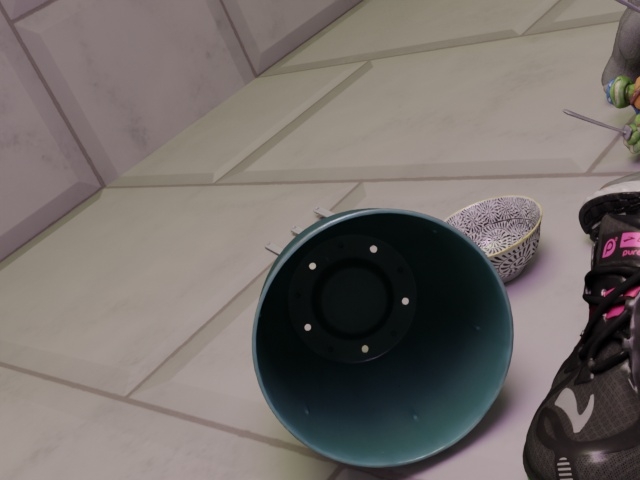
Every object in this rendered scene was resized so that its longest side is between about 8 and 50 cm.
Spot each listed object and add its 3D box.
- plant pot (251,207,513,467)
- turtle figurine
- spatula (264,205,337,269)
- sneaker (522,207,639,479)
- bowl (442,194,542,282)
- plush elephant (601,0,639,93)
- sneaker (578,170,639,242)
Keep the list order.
[{"bbox_3d":[0.056,0.093,1.109,0.293,0.293,0.235,-27,11,-3],"label":"plant pot"},{"bbox_3d":[0.534,-0.237,1.391,0.266,0.274,0.198,9,65,42],"label":"turtle figurine"},{"bbox_3d":[0.000,0.000,1.659,0.168,0.019,0.242,-38,25,-13],"label":"spatula"},{"bbox_3d":[0.323,0.085,0.948,0.185,0.202,0.483,-6,31,38],"label":"sneaker"},{"bbox_3d":[0.249,0.012,1.313,0.170,0.080,0.170,-21,24,10],"label":"bowl"},{"bbox_3d":[0.658,-0.380,1.523,0.271,0.330,0.255,-24,42,-14],"label":"plush elephant"},{"bbox_3d":[0.490,-0.066,1.224,0.271,0.100,0.108,-6,25,36],"label":"sneaker"}]
